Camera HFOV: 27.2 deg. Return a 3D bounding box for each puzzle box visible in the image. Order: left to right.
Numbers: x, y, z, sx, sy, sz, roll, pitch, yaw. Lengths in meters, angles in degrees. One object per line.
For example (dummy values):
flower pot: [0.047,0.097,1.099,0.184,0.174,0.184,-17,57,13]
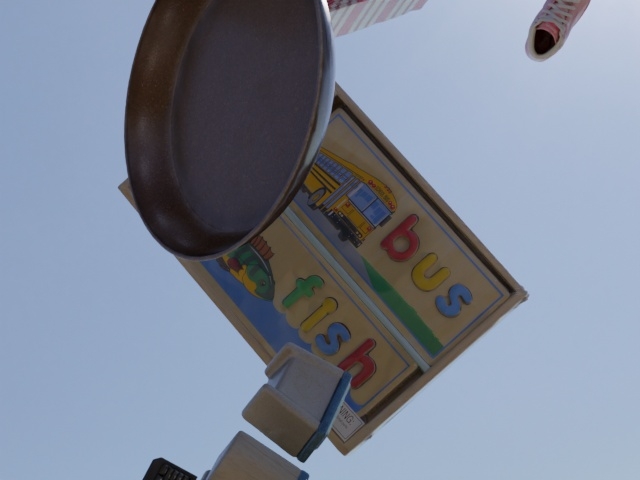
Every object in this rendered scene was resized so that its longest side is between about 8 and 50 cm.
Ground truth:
puzzle box: [0.000,0.000,1.477,0.272,0.409,0.052,-43,-13,3]

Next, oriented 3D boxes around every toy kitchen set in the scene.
toy kitchen set: [-0.048,0.220,1.103,0.122,0.166,0.207,34,-53,-4]

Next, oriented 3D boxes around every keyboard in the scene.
keyboard: [-0.204,0.356,1.581,0.023,0.180,0.108,20,-14,38]

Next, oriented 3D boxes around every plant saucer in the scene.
plant saucer: [-0.080,-0.133,1.204,0.050,0.311,0.310,9,-30,-37]

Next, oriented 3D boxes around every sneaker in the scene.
sneaker: [0.290,-0.274,1.590,0.051,0.070,0.134,30,-75,2]

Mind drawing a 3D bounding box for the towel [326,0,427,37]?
towel: [0.055,-0.288,1.606,0.197,0.029,0.144,-21,-5,-14]
